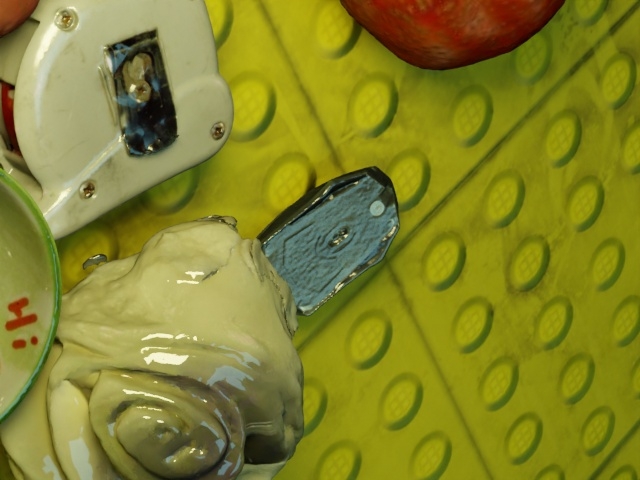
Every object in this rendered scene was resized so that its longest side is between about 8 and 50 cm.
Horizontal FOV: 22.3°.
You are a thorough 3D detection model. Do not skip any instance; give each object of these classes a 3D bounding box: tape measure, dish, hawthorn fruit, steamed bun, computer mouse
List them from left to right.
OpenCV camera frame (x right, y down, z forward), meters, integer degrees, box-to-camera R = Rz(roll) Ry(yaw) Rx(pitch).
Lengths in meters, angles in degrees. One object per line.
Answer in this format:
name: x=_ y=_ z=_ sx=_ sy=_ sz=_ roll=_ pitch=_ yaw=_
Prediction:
dish: x=-0.418 y=0.052 z=1.540 sx=0.324 sy=0.124 sz=0.324 roll=-12 pitch=112 yaw=-32
tape measure: x=-0.220 y=-0.146 z=1.635 sx=0.258 sy=0.130 sz=0.265 roll=-29 pitch=125 yaw=-29
steamed bun: x=-0.166 y=0.173 z=1.694 sx=0.346 sy=0.237 sz=0.394 roll=16 pitch=111 yaw=-30
computer mouse: x=-0.002 y=-0.002 z=1.946 sx=0.231 sy=0.071 sz=0.126 roll=-41 pitch=118 yaw=-12
hawthorn fruit: x=0.168 y=-0.327 z=1.849 sx=0.287 sy=0.287 sz=0.330 roll=-64 pitch=150 yaw=-2

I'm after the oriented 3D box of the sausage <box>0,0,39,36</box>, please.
sausage: x=-0.329 y=-0.286 z=1.460 sx=0.148 sy=0.148 sz=0.254 roll=-32 pitch=134 yaw=-30
